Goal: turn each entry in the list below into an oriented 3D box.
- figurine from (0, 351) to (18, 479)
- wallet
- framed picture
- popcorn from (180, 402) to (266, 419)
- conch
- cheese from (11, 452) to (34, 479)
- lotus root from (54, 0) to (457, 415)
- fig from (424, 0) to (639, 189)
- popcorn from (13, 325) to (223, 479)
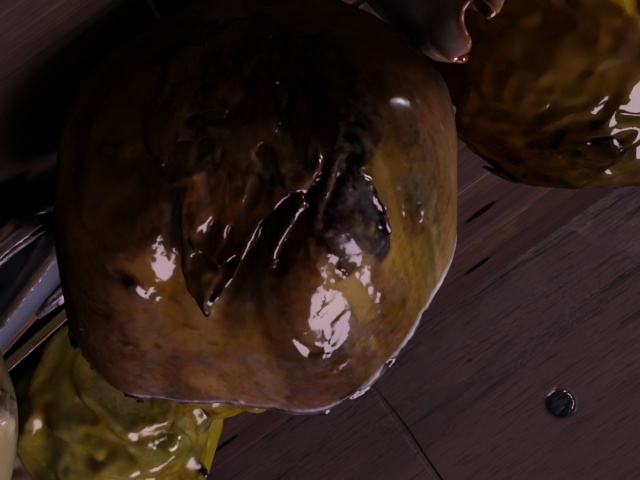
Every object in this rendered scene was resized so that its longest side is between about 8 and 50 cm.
[{"bbox_3d":[-0.308,0.078,1.014,0.274,0.226,0.394,-6,159,-5],"label":"figurine"},{"bbox_3d":[-0.225,0.041,1.329,0.170,0.069,0.231,-45,-179,-3],"label":"wallet"},{"bbox_3d":[-0.211,0.067,1.496,0.136,0.010,0.201,-42,-176,-2],"label":"framed picture"},{"bbox_3d":[-0.066,0.022,1.304,0.197,0.197,0.155,-32,-158,-17],"label":"popcorn"},{"bbox_3d":[0.075,-0.164,1.155,0.094,0.176,0.104,23,110,-45],"label":"conch"},{"bbox_3d":[-0.301,0.234,1.588,0.117,0.218,0.235,-35,149,-26],"label":"cheese"},{"bbox_3d":[-0.047,-0.035,1.126,0.272,0.272,0.192,-34,156,-9],"label":"lotus root"},{"bbox_3d":[0.259,-0.120,1.266,0.286,0.369,0.286,-57,173,-11],"label":"fig"},{"bbox_3d":[-0.165,0.152,1.678,0.266,0.192,0.233,-62,163,7],"label":"popcorn"}]
